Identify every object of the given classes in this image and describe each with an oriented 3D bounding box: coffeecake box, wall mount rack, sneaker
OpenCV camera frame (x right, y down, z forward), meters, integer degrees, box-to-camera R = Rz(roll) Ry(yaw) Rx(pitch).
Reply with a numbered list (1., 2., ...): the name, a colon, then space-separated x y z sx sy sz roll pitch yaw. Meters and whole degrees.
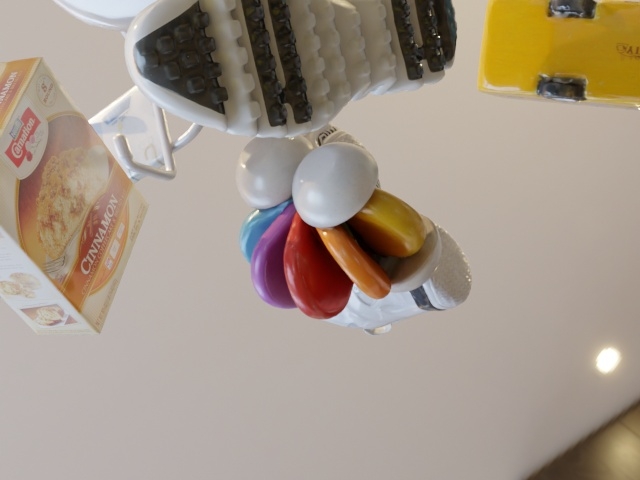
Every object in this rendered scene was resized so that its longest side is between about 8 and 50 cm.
1. coffeecake box: -0.229 -0.032 0.868 0.185 0.068 0.142 60 -145 -45
2. wall mount rack: -0.310 -0.170 1.339 0.350 0.304 0.130 -29 -25 29
3. sneaker: 0.024 -0.004 1.505 0.366 0.137 0.210 42 -48 -15
4. sneaker: -0.027 -0.130 0.734 0.292 0.118 0.110 -17 -76 -48

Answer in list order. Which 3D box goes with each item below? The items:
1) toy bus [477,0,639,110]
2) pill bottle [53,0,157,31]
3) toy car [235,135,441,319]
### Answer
1. toy bus: 0.335 -0.191 1.119 0.130 0.332 0.108 -2 -80 -63
2. pill bottle: -0.120 -0.326 1.018 0.204 0.361 0.204 6 -69 15
3. toy car: 0.000 0.000 0.902 0.159 0.182 0.136 42 -106 -39
